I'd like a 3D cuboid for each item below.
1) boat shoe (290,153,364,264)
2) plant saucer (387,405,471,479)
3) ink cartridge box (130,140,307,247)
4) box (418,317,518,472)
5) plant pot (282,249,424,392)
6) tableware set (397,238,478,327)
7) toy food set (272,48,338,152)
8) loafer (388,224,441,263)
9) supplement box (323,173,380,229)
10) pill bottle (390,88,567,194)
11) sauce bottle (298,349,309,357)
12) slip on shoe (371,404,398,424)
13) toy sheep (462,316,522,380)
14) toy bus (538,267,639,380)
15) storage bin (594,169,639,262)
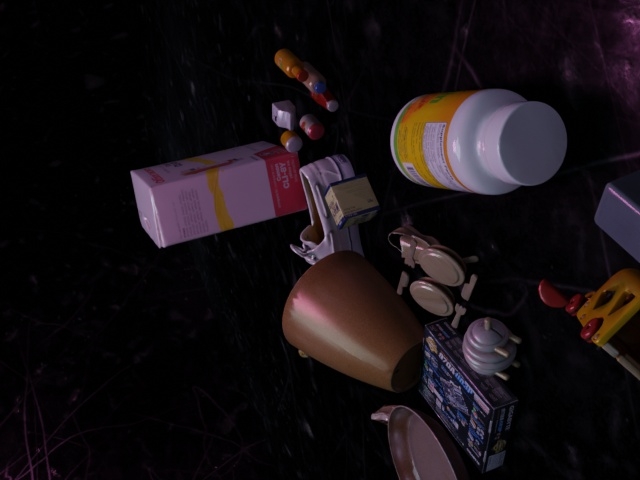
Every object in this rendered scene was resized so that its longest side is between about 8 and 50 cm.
[{"bbox_3d":[0.003,0.002,1.635,0.136,0.157,0.366,-137,36,-56],"label":"boat shoe"},{"bbox_3d":[0.236,0.486,1.554,0.311,0.050,0.310,164,90,-71],"label":"plant saucer"},{"bbox_3d":[-0.268,-0.130,1.930,0.279,0.385,0.160,-150,47,-63],"label":"ink cartridge box"},{"bbox_3d":[0.254,0.272,1.325,0.220,0.051,0.175,-128,29,-47],"label":"box"},{"bbox_3d":[0.093,0.180,1.479,0.254,0.237,0.237,35,139,40],"label":"plant pot"},{"bbox_3d":[0.206,0.065,1.279,0.128,0.039,0.194,31,152,16],"label":"tableware set"},{"bbox_3d":[-0.031,-0.280,1.568,0.104,0.111,0.232,-127,30,-46],"label":"toy food set"},{"bbox_3d":[0.171,0.015,1.345,0.148,0.050,0.056,-145,42,-61],"label":"loafer"},{"bbox_3d":[0.064,-0.079,1.515,0.056,0.083,0.083,121,129,-66],"label":"supplement box"},{"bbox_3d":[0.207,-0.132,0.997,0.246,0.137,0.136,-160,56,-66],"label":"pill bottle"},{"bbox_3d":[-0.030,0.317,2.159,0.128,0.042,0.042,145,107,-69],"label":"sauce bottle"},{"bbox_3d":[0.153,0.403,1.731,0.135,0.052,0.041,117,174,-74],"label":"slip on shoe"},{"bbox_3d":[0.264,0.165,1.162,0.091,0.091,0.132,-127,23,-46],"label":"toy sheep"},{"bbox_3d":[0.350,0.084,0.823,0.104,0.191,0.202,-50,46,14],"label":"toy bus"},{"bbox_3d":[0.353,-0.024,0.754,0.098,0.091,0.135,92,153,-42],"label":"storage bin"}]
